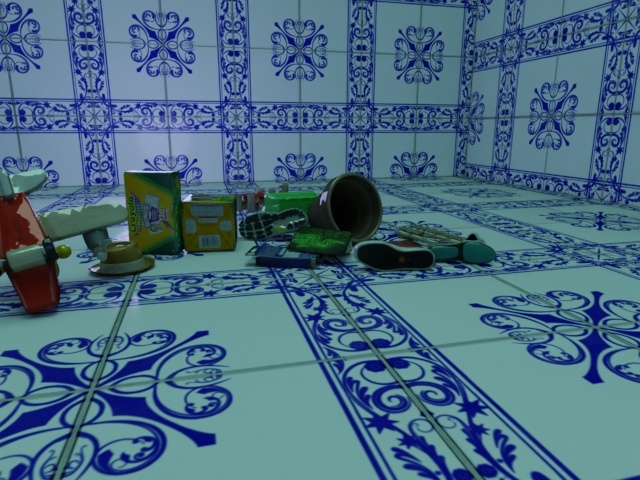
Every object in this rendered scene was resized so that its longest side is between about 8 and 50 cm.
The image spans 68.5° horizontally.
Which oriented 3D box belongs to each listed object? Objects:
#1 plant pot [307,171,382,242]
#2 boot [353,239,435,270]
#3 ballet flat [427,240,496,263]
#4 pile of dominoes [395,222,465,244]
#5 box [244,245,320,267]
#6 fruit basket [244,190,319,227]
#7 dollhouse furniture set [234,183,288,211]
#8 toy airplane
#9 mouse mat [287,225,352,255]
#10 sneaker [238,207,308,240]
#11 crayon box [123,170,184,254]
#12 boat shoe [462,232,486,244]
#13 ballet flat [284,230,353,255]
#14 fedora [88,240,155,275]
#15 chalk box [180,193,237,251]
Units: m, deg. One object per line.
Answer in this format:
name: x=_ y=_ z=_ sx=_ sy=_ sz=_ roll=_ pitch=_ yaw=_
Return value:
plant pot: x=0.069 y=-0.112 z=1.803 sx=0.263 sy=0.262 sz=0.229 roll=-10 pitch=0 yaw=-35
boot: x=0.217 y=0.035 z=1.480 sx=0.244 sy=0.088 sz=0.176 roll=6 pitch=11 yaw=-6
ballet flat: x=0.447 y=0.034 z=1.506 sx=0.213 sy=0.072 sz=0.068 roll=2 pitch=9 yaw=10
pile of dominoes: x=0.421 y=-0.005 z=1.790 sx=0.251 sy=0.040 sz=0.196 roll=20 pitch=22 yaw=34
box: x=-0.119 y=0.050 z=1.503 sx=0.225 sy=0.036 sz=0.136 roll=3 pitch=14 yaw=6
fruit basket: x=-0.147 y=-0.122 z=2.072 sx=0.327 sy=0.165 sz=0.353 roll=-5 pitch=-1 yaw=-23
dollhouse furniture set: x=-0.298 y=-0.237 z=2.495 sx=0.259 sy=0.135 sz=0.262 roll=5 pitch=14 yaw=19
toy airplane: x=-0.754 y=0.004 z=1.203 sx=0.386 sy=0.272 sz=0.384 roll=15 pitch=47 yaw=4
mouse mat: x=0.000 y=0.000 z=1.533 sx=0.190 sy=0.007 sz=0.152 roll=5 pitch=33 yaw=14
sneaker: x=-0.180 y=-0.051 z=1.828 sx=0.276 sy=0.107 sz=0.110 roll=-7 pitch=-13 yaw=4
crayon box: x=-0.562 y=-0.096 z=1.594 sx=0.166 sy=0.278 sz=0.081 roll=1 pitch=13 yaw=6
boat shoe: x=0.533 y=0.005 z=1.640 sx=0.066 sy=0.063 sz=0.184 roll=11 pitch=17 yaw=38
ballet flat: x=-0.007 y=0.006 z=1.608 sx=0.241 sy=0.077 sz=0.091 roll=1 pitch=14 yaw=7
fedora: x=-0.602 y=0.048 z=1.422 sx=0.195 sy=0.079 sz=0.194 roll=0 pitch=13 yaw=0
chalk box: x=-0.401 y=-0.079 z=1.737 sx=0.180 sy=0.179 sz=0.289 roll=-2 pitch=14 yaw=-8
